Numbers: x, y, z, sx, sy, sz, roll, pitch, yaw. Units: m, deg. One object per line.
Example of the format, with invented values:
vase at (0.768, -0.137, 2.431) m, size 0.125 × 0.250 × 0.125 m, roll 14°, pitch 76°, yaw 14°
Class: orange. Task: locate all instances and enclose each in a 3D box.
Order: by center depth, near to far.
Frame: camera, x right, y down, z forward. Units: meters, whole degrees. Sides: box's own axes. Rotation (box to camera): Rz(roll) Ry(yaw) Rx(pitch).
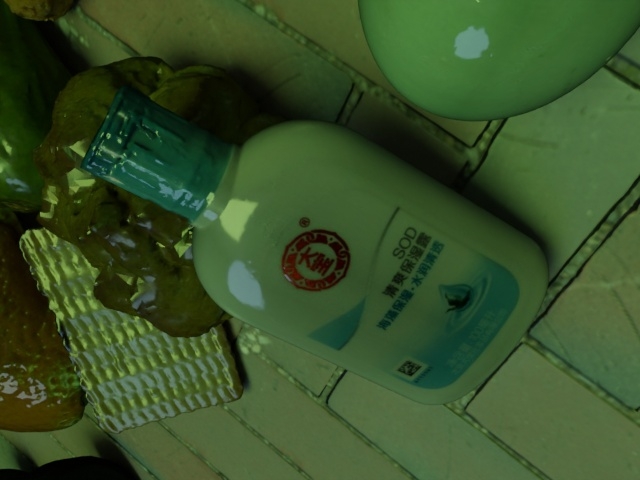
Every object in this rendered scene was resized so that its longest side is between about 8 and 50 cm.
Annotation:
orange at (-0.418, 0.104, 0.869) m, size 0.335 × 0.196 × 0.262 m, roll 54°, pitch 151°, yaw -8°

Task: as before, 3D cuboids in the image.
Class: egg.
egg at (0.112, -0.174, 0.388) m, size 0.168 × 0.168 × 0.231 m, roll 36°, pitch 122°, yaw 13°

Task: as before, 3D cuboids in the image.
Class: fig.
fig at (-0.322, -0.130, 0.696) m, size 0.167 × 0.167 × 0.234 m, roll -11°, pitch 113°, yaw 36°

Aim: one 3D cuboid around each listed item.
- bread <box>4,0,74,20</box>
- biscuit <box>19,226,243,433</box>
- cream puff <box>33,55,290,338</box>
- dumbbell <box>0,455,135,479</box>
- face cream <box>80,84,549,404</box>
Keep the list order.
bread at (-0.306, -0.310, 0.648) m, size 0.211 × 0.083 × 0.114 m, roll 48°, pitch 133°, yaw 6°
biscuit at (-0.196, 0.080, 0.752) m, size 0.172 × 0.029 × 0.255 m, roll -15°, pitch 109°, yaw 0°
cream puff at (-0.130, -0.039, 0.607) m, size 0.244 × 0.196 × 0.244 m, roll 0°, pitch 131°, yaw -1°
dumbbell at (-0.420, 0.427, 1.011) m, size 0.322 × 0.203 × 0.204 m, roll -20°, pitch 101°, yaw 38°
face cream at (0.000, 0.000, 0.498) m, size 0.336 × 0.080 × 0.163 m, roll 29°, pitch 108°, yaw -21°
